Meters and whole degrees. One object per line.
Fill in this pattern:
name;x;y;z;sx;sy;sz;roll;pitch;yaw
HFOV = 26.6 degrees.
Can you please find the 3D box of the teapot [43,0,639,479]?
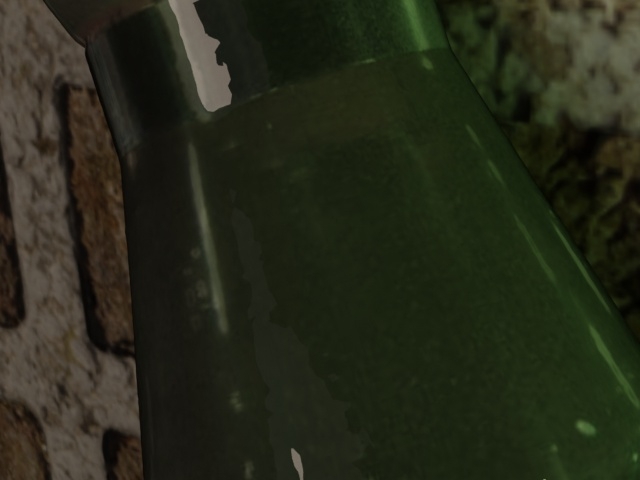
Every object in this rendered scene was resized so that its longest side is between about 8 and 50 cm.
teapot;0.000;0.000;0.659;0.300;0.253;0.344;161;91;-72
